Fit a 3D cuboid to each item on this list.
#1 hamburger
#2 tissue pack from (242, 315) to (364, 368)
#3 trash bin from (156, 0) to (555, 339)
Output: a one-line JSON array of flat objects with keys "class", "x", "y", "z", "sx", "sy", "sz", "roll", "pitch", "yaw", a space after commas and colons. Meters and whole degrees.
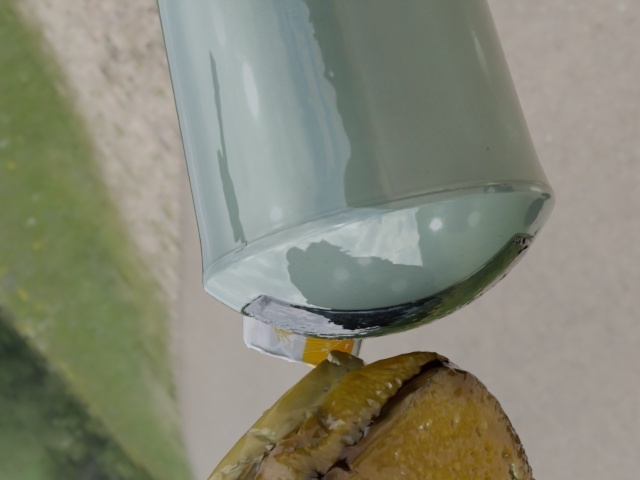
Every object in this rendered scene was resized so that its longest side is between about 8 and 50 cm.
[{"class": "hamburger", "x": 0.030, "y": 0.237, "z": 1.359, "sx": 0.174, "sy": 0.304, "sz": 0.284, "roll": 11, "pitch": 132, "yaw": 38}, {"class": "tissue pack", "x": 0.000, "y": 0.000, "z": 1.805, "sx": 0.124, "sy": 0.225, "sz": 0.185, "roll": 13, "pitch": -175, "yaw": -3}, {"class": "trash bin", "x": 0.012, "y": -0.137, "z": 1.437, "sx": 0.280, "sy": 0.280, "sz": 0.432, "roll": 114, "pitch": 143, "yaw": -77}]
